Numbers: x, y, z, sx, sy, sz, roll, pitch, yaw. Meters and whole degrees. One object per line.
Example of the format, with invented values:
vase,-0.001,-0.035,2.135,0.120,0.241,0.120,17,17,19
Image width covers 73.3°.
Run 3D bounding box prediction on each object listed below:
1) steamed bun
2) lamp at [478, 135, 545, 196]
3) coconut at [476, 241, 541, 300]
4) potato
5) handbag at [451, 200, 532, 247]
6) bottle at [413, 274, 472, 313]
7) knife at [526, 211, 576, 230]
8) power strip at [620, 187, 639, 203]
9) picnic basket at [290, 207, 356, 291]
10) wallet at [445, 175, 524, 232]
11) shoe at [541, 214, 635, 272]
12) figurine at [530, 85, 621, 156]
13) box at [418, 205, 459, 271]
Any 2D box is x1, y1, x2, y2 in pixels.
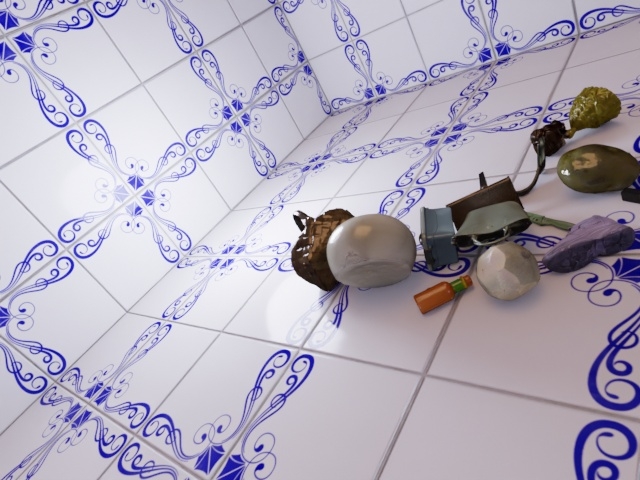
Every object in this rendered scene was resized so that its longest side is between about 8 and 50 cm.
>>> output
steamed bun,0.178,0.030,1.520,0.324,0.324,0.206,-17,62,26
lamp,0.719,-0.252,1.599,0.283,0.203,0.125,-21,47,11
coconut,0.538,0.085,1.226,0.161,0.161,0.162,-52,-4,-34
potato,0.912,-0.236,1.418,0.235,0.160,0.178,17,77,39
handbag,0.550,-0.047,1.387,0.241,0.109,0.315,-18,2,28
bottle,0.392,0.166,1.366,0.187,0.069,0.069,-26,27,6
knife,0.750,-0.063,1.432,0.043,0.020,0.293,-37,27,-8
power strip,0.971,-0.131,1.300,0.029,0.038,0.111,-38,27,-11
picnic basket,0.000,0.000,1.774,0.337,0.293,0.337,-14,47,16
wallet,0.599,-0.123,1.577,0.243,0.133,0.039,-26,-11,19
shoe,0.751,0.002,1.249,0.245,0.095,0.138,-24,25,7
figurine,0.997,-0.450,1.722,0.315,0.168,0.187,-40,38,3
box,0.418,-0.014,1.544,0.130,0.162,0.227,-9,33,19
